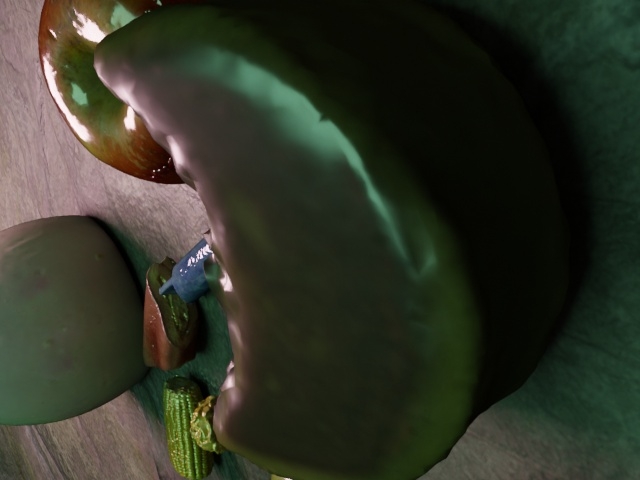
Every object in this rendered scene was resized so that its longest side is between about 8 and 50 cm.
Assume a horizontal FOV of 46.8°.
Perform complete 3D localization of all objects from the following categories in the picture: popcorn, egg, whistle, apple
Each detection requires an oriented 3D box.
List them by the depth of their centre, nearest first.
[{"bbox_3d":[-0.155,-0.190,0.770,0.251,0.206,0.272,31,132,26],"label":"apple"},{"bbox_3d":[-0.132,0.017,0.949,0.304,0.062,0.062,-36,77,52],"label":"whistle"},{"bbox_3d":[-0.149,0.268,1.076,0.057,0.083,0.082,-13,65,48],"label":"popcorn"},{"bbox_3d":[-0.517,0.157,1.268,0.354,0.339,0.355,28,128,42],"label":"egg"}]

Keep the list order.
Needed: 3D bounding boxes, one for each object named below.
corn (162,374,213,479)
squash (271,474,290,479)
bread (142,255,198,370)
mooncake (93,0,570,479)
[{"bbox_3d":[-0.211,0.298,1.176,0.085,0.063,0.165,26,124,54],"label":"corn"},{"bbox_3d":[0.018,0.338,0.948,0.204,0.155,0.237,36,144,-17],"label":"squash"},{"bbox_3d":[-0.223,0.135,1.111,0.119,0.067,0.192,47,137,39],"label":"bread"},{"bbox_3d":[0.000,0.000,0.620,0.393,0.246,0.394,48,139,13],"label":"mooncake"}]
